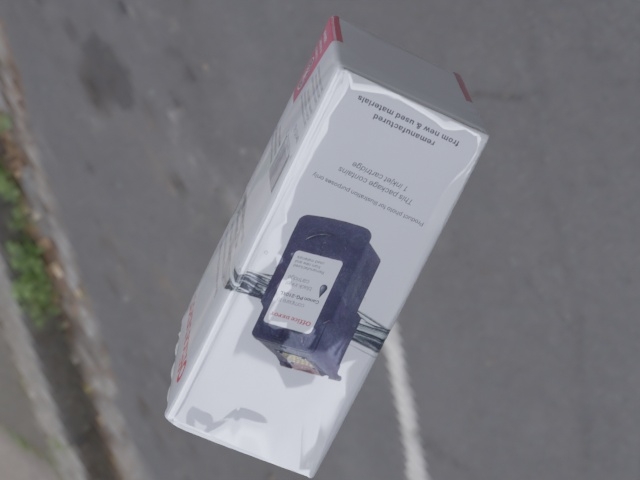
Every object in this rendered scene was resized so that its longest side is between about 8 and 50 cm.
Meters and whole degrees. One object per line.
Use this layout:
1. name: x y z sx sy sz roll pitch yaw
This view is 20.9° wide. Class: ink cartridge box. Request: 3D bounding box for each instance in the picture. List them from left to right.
1. ink cartridge box: 0.000 0.000 1.065 0.100 0.237 0.172 25 -165 -8
